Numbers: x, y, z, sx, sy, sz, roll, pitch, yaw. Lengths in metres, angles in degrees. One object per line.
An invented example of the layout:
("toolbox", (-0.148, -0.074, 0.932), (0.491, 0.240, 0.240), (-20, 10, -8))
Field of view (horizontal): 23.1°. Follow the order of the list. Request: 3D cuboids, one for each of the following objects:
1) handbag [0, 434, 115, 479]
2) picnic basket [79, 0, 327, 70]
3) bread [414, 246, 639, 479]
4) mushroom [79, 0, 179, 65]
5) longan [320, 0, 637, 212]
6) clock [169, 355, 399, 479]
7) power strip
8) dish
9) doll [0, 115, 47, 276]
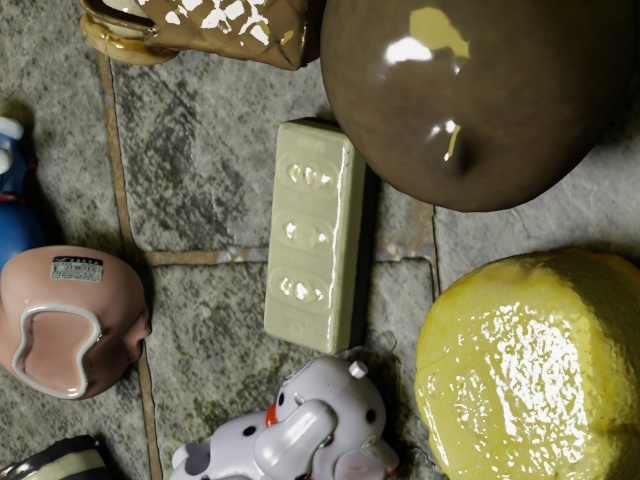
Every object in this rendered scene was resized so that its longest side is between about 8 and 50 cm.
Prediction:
("handbag", (-0.366, 0.374, 2.012), (0.254, 0.181, 0.181), (-43, 73, 34))
("picnic basket", (-0.097, -0.315, 1.558), (0.321, 0.291, 0.254), (17, 114, 21))
("bread", (0.215, 0.133, 1.497), (0.270, 0.148, 0.269), (5, 98, 42))
("mushroom", (-0.166, -0.386, 1.729), (0.137, 0.154, 0.407), (-110, 30, -57))
("longan", (0.139, -0.174, 1.418), (0.297, 0.297, 0.297), (9, 104, 39))
("clock", (-0.023, 0.230, 1.720), (0.254, 0.189, 0.189), (-43, 70, 21))
("power strip", (0.000, 0.000, 1.703), (0.105, 0.070, 0.256), (16, 109, 38))
("dish", (-0.312, 0.113, 1.908), (0.213, 0.090, 0.213), (2, 119, 4))
("doll", (-0.433, -0.031, 2.006), (0.215, 0.161, 0.256), (145, 119, -67))
